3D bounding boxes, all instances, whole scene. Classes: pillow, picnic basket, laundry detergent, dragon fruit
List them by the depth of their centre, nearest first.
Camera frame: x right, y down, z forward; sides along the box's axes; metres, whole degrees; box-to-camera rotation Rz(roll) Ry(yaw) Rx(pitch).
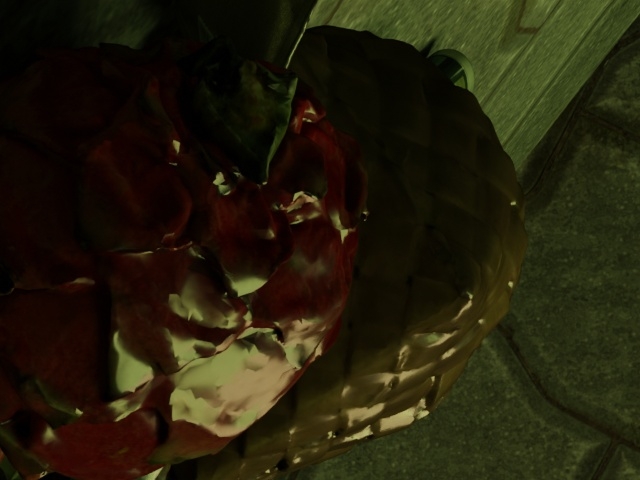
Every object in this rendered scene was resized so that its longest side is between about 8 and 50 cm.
[{"bbox_3d":[-0.117,0.008,0.772,0.298,0.244,0.244,-28,172,7],"label":"dragon fruit"},{"bbox_3d":[-0.022,-0.179,0.832,0.033,0.130,0.217,0,136,-41],"label":"pillow"},{"bbox_3d":[0.000,0.000,1.052,0.337,0.293,0.337,-35,175,-3],"label":"picnic basket"},{"bbox_3d":[0.081,-0.124,1.579,0.225,0.070,0.099,-42,174,-37],"label":"laundry detergent"}]

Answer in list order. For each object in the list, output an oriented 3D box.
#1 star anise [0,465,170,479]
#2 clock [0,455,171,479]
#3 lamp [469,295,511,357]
[{"bbox_3d":[-0.129,0.212,0.823,0.129,0.283,0.212,-36,180,39],"label":"star anise"},{"bbox_3d":[-0.143,0.172,1.021,0.069,0.170,0.232,-55,173,12],"label":"clock"},{"bbox_3d":[0.046,0.004,1.400,0.305,0.239,0.305,-11,111,-30],"label":"lamp"}]
